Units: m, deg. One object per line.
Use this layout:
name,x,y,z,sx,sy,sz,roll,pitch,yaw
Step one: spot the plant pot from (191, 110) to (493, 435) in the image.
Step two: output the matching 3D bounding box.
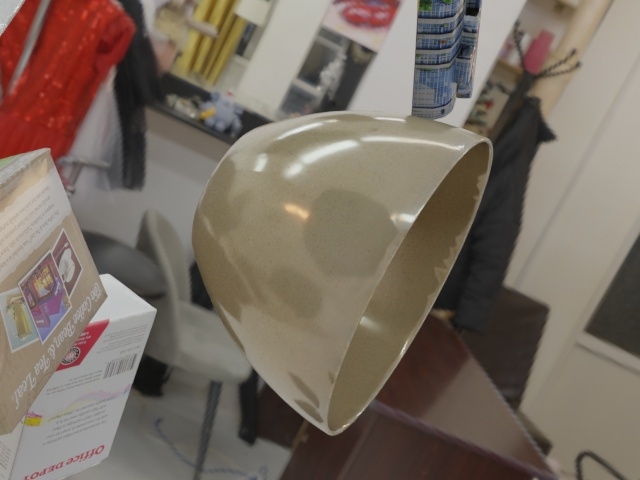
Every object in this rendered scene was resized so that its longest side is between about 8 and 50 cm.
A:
plant pot,0.000,0.000,0.843,0.190,0.284,0.284,28,10,16

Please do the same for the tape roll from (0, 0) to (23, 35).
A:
tape roll,-0.423,-0.216,1.036,0.100,0.286,0.286,38,6,-24

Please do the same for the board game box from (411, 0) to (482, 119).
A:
board game box,0.134,-0.211,0.992,0.060,0.194,0.194,6,38,9

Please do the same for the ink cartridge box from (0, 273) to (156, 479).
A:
ink cartridge box,-0.413,0.223,1.506,0.131,0.306,0.226,34,23,26

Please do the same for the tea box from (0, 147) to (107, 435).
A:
tea box,-0.463,0.073,1.082,0.323,0.220,0.329,-13,20,10
